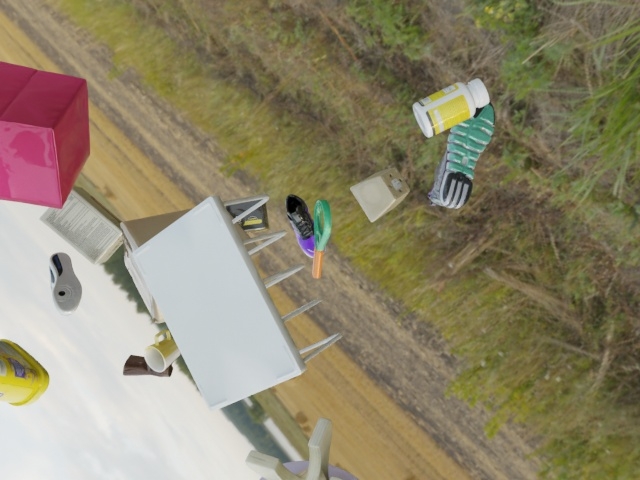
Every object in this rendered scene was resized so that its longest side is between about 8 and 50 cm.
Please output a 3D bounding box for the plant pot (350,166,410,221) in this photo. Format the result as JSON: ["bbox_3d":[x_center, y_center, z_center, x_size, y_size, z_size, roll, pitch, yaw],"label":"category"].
[{"bbox_3d":[0.165,-0.130,1.453,0.096,0.109,0.109,-33,89,49],"label":"plant pot"}]

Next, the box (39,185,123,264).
[{"bbox_3d":[-0.770,-0.051,1.848,0.232,0.148,0.127,42,180,-5],"label":"box"}]

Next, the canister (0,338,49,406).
[{"bbox_3d":[-0.521,0.198,0.872,0.126,0.073,0.170,35,165,14],"label":"canister"}]

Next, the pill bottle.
[{"bbox_3d":[0.222,-0.228,0.947,0.065,0.117,0.065,63,-174,-12],"label":"pill bottle"}]

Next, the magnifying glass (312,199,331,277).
[{"bbox_3d":[0.000,0.000,1.406,0.092,0.026,0.230,-114,25,-49],"label":"magnifying glass"}]

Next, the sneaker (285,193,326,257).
[{"bbox_3d":[-0.077,-0.066,2.263,0.293,0.102,0.146,65,-174,26],"label":"sneaker"}]

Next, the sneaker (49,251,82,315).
[{"bbox_3d":[-0.743,0.150,1.627,0.216,0.079,0.121,64,146,34],"label":"sneaker"}]

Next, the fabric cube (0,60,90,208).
[{"bbox_3d":[-0.764,-0.271,1.437,0.258,0.259,0.254,-90,14,-47],"label":"fabric cube"}]

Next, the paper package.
[{"bbox_3d":[-0.381,0.052,1.634,0.309,0.325,0.168,46,139,40],"label":"paper package"}]

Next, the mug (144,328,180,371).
[{"bbox_3d":[-0.335,0.239,1.213,0.062,0.064,0.078,41,125,12],"label":"mug"}]

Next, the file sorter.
[{"bbox_3d":[-0.123,0.086,0.890,0.193,0.173,0.277,-30,86,29],"label":"file sorter"}]

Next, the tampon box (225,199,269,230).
[{"bbox_3d":[-0.244,-0.078,1.890,0.161,0.121,0.101,58,-157,-88],"label":"tampon box"}]

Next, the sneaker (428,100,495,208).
[{"bbox_3d":[0.261,-0.171,1.086,0.083,0.223,0.098,22,175,-19],"label":"sneaker"}]

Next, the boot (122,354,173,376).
[{"bbox_3d":[-0.389,0.267,1.280,0.106,0.114,0.037,-82,-9,-52],"label":"boot"}]

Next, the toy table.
[{"bbox_3d":[-0.025,0.508,1.129,0.275,0.252,0.160,-2,131,16],"label":"toy table"}]
